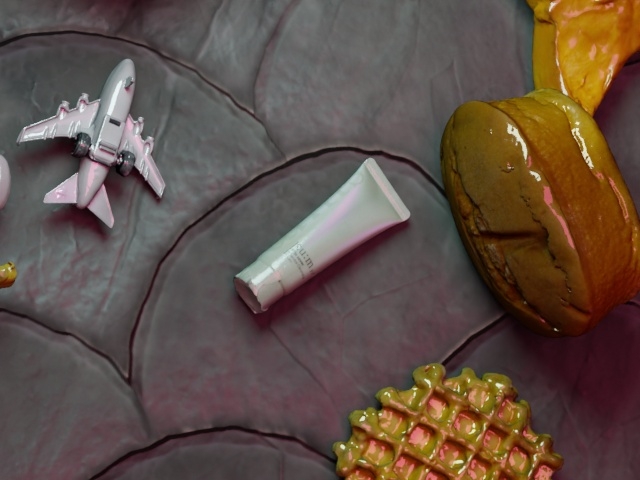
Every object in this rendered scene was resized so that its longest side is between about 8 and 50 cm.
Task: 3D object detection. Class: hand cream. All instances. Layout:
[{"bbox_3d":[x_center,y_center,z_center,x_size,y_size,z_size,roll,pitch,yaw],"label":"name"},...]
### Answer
[{"bbox_3d":[0.000,0.000,1.786,0.205,0.050,0.078,-37,96,-19],"label":"hand cream"}]

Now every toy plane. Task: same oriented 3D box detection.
[{"bbox_3d":[-0.220,-0.106,1.727,0.162,0.065,0.171,22,85,-24],"label":"toy plane"}]

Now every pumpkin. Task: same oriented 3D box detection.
[{"bbox_3d":[0.324,-0.278,1.858,0.290,0.095,0.258,-31,109,-16],"label":"pumpkin"}]

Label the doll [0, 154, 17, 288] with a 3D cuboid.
[{"bbox_3d":[-0.398,-0.120,1.662,0.160,0.094,0.365,-13,90,-19],"label":"doll"}]

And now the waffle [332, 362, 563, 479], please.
[{"bbox_3d":[0.135,0.258,1.799,0.253,0.056,0.249,-27,93,-18],"label":"waffle"}]

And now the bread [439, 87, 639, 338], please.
[{"bbox_3d":[0.228,-0.029,1.777,0.142,0.195,0.270,-21,87,-22],"label":"bread"}]
